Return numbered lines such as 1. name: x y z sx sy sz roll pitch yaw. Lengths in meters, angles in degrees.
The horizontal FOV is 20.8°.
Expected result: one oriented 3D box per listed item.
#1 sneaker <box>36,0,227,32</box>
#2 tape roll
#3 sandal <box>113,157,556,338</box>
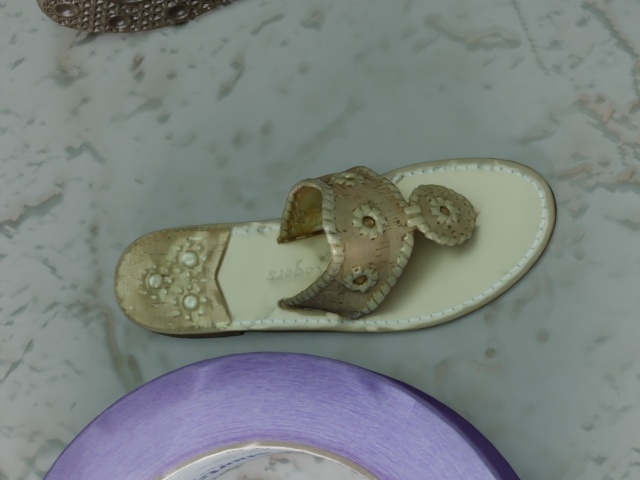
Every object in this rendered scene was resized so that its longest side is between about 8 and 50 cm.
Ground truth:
1. sneaker: -0.068 -0.171 0.959 0.188 0.066 0.071 -16 62 5
2. tape roll: -0.018 0.195 0.872 0.275 0.090 0.274 -2 82 12
3. sandal: 0.001 0.006 0.899 0.240 0.079 0.088 -11 80 11
